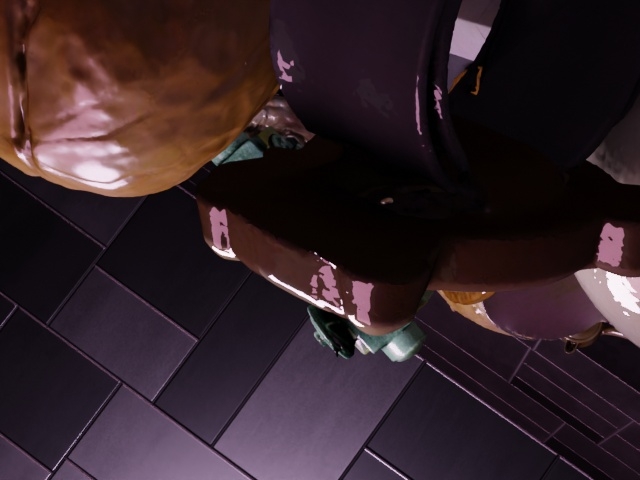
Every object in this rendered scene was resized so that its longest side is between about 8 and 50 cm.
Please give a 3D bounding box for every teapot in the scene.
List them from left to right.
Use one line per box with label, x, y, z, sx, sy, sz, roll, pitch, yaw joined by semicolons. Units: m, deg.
teapot;0.398;0.136;2.251;0.110;0.085;0.080;14;167;13

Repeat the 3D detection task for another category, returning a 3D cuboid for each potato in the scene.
potato;0.217;0.006;1.861;0.229;0.229;0.266;39;170;-13

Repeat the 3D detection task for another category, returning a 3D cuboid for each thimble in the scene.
thimble;-0.042;-0.096;2.327;0.229;0.196;0.148;37;172;3

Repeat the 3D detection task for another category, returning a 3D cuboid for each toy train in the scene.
toy train;0.000;0.000;2.120;0.397;0.160;0.253;48;-169;1

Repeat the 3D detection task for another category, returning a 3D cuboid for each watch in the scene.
watch;0.096;-0.139;1.118;0.314;0.335;0.327;27;123;40

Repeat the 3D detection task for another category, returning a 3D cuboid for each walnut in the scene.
walnut;-0.191;-0.232;1.583;0.354;0.398;0.308;27;157;25

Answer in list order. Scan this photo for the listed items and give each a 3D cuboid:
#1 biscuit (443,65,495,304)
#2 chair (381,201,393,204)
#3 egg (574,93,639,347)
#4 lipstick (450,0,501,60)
biscuit;0.171;-0.060;1.665;0.037;0.262;0.262;4;-179;-18
chair;0.088;-0.108;1.982;0.147;0.136;0.270;38;174;1
egg;0.327;0.010;1.296;0.337;0.201;0.337;18;164;5
lipstick;0.137;-0.218;1.426;0.371;0.076;0.080;26;166;48
